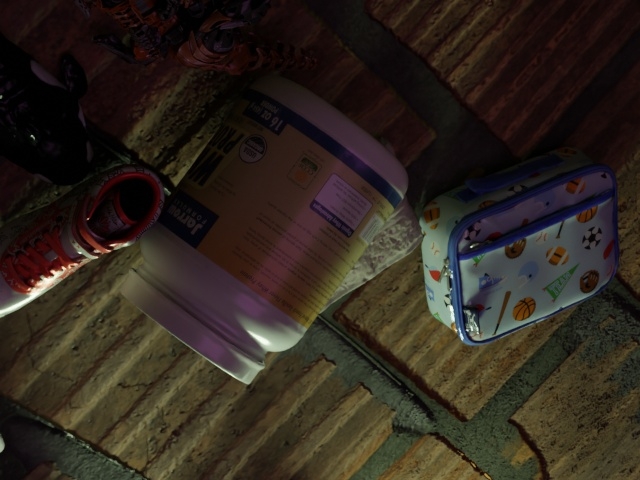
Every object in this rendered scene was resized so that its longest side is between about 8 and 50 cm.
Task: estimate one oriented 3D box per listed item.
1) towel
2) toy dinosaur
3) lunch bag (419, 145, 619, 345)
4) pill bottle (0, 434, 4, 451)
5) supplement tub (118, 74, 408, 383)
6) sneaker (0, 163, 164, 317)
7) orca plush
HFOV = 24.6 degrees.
[{"bbox_3d":[0.000,0.000,1.938,0.282,0.049,0.187,-32,133,-11],"label":"towel"},{"bbox_3d":[-0.131,-0.271,1.634,0.218,0.164,0.322,-47,154,23],"label":"toy dinosaur"},{"bbox_3d":[0.281,0.003,2.084,0.303,0.115,0.243,-22,127,-21],"label":"lunch bag"},{"bbox_3d":[-0.518,0.245,1.691,0.272,0.152,0.152,-31,132,-13],"label":"pill bottle"},{"bbox_3d":[-0.069,-0.012,1.734,0.316,0.228,0.228,-54,133,-3],"label":"supplement tub"},{"bbox_3d":[-0.296,0.000,1.663,0.270,0.145,0.090,-35,101,-13],"label":"sneaker"},{"bbox_3d":[-0.315,-0.156,1.587,0.151,0.102,0.287,-24,130,-18],"label":"orca plush"}]
